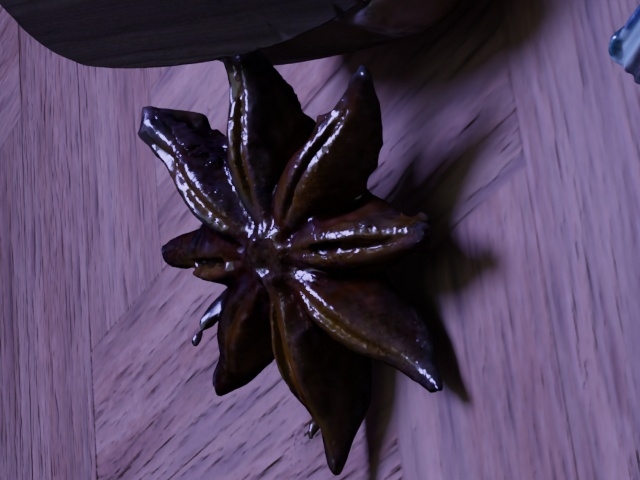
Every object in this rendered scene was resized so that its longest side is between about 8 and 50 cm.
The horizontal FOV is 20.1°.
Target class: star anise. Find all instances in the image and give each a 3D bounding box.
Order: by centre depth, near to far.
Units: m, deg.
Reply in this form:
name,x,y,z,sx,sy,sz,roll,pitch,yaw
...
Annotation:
name,x,y,z,sx,sy,sz,roll,pitch,yaw
star anise,0.000,0.000,1.068,0.272,0.103,0.272,20,119,42

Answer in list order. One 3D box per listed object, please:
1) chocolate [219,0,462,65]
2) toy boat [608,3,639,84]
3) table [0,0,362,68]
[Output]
name,x,y,z,sx,sy,sz,roll,pitch,yaw
chocolate,0.021,-0.171,1.075,0.254,0.080,0.156,-1,65,59
toy boat,0.172,-0.126,0.774,0.140,0.059,0.066,-51,58,44
table,-0.076,-0.297,0.967,0.317,0.317,0.249,-42,24,54
